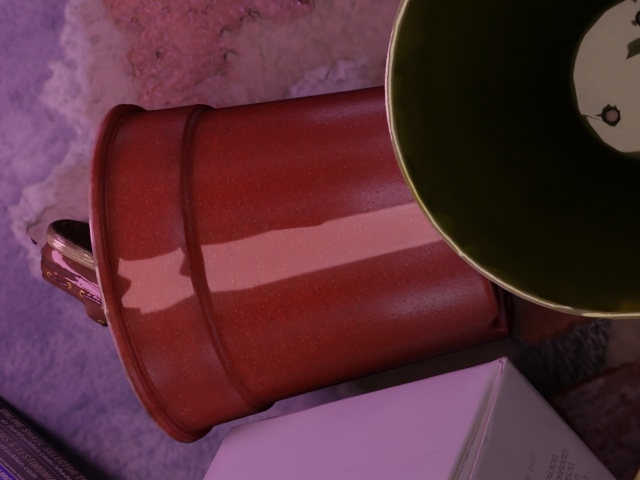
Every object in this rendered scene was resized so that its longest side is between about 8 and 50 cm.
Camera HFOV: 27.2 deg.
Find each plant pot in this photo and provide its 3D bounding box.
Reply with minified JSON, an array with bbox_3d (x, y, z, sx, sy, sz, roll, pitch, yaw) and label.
[{"bbox_3d":[0.216,-0.111,0.892,0.274,0.293,0.275,3,100,19],"label":"plant pot"},{"bbox_3d":[0.000,0.000,1.017,0.265,0.272,0.272,-11,94,12],"label":"plant pot"}]

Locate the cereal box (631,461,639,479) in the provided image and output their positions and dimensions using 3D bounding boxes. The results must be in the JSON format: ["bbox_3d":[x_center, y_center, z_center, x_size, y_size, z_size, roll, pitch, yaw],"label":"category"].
[{"bbox_3d":[0.301,0.081,0.956,0.047,0.173,0.240,29,107,18],"label":"cereal box"}]

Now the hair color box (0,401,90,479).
[{"bbox_3d":[-0.353,0.328,1.238,0.185,0.110,0.339,34,106,26],"label":"hair color box"}]

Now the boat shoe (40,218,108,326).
[{"bbox_3d":[-0.177,0.048,1.180,0.178,0.064,0.060,32,112,19],"label":"boat shoe"}]

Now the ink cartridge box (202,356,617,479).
[{"bbox_3d":[0.114,0.282,0.934,0.279,0.160,0.385,-21,122,41],"label":"ink cartridge box"}]
